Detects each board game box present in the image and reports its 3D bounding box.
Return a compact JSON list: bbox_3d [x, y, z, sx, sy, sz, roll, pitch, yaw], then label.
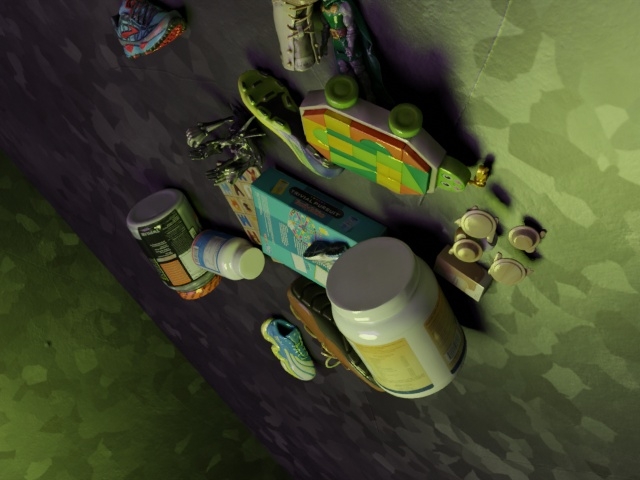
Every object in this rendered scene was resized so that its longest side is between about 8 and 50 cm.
[{"bbox_3d":[0.000,0.000,1.846,0.336,0.079,0.253,29,148,25],"label":"board game box"}]

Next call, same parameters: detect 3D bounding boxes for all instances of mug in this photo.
[{"bbox_3d":[0.290,-0.007,1.458,0.064,0.062,0.078,-11,127,50],"label":"mug"}]

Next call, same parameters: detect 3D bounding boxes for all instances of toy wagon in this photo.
[{"bbox_3d":[0.127,-0.160,1.378,0.344,0.068,0.267,27,166,12],"label":"toy wagon"}]

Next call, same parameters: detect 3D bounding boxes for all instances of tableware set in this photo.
[{"bbox_3d":[0.313,0.010,1.408,0.169,0.020,0.141,24,135,3],"label":"tableware set"}]

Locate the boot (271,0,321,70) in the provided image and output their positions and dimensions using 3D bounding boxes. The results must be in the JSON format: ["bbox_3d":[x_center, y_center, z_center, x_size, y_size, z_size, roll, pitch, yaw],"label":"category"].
[{"bbox_3d":[-0.034,-0.360,1.288,0.213,0.077,0.165,-124,24,-62],"label":"boot"}]

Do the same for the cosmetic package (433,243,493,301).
[{"bbox_3d":[0.288,0.065,1.581,0.115,0.041,0.060,35,152,20],"label":"cosmetic package"}]

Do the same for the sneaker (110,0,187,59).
[{"bbox_3d":[-0.394,-0.477,1.717,0.262,0.104,0.125,3,129,53],"label":"sneaker"}]

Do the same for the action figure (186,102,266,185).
[{"bbox_3d":[-0.221,-0.208,1.816,0.164,0.141,0.276,59,154,-2],"label":"action figure"}]

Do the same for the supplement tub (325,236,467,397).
[{"bbox_3d":[0.161,0.164,1.657,0.228,0.228,0.316,18,151,42],"label":"supplement tub"}]

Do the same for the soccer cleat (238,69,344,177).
[{"bbox_3d":[-0.065,-0.232,1.609,0.289,0.093,0.121,43,160,6],"label":"soccer cleat"}]

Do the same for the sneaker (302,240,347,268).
[{"bbox_3d":[0.014,0.040,1.746,0.135,0.052,0.058,5,137,50],"label":"sneaker"}]

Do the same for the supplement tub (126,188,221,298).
[{"bbox_3d":[-0.433,0.016,2.373,0.194,0.193,0.316,16,141,44],"label":"supplement tub"}]

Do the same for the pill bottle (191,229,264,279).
[{"bbox_3d":[-0.263,0.045,2.250,0.222,0.124,0.124,16,141,45],"label":"pill bottle"}]

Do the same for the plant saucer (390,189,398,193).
[{"bbox_3d":[0.144,-0.125,1.549,0.083,0.013,0.083,33,151,21],"label":"plant saucer"}]

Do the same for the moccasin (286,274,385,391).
[{"bbox_3d":[0.053,0.256,2.081,0.380,0.139,0.147,38,154,15],"label":"moccasin"}]

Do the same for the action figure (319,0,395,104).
[{"bbox_3d":[0.043,-0.337,1.343,0.137,0.063,0.232,19,140,47],"label":"action figure"}]

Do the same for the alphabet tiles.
[{"bbox_3d":[-0.144,-0.062,2.054,0.285,0.011,0.342,12,139,47],"label":"alphabet tiles"}]

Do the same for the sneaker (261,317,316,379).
[{"bbox_3d":[-0.091,0.340,2.462,0.240,0.091,0.126,47,153,-2],"label":"sneaker"}]
